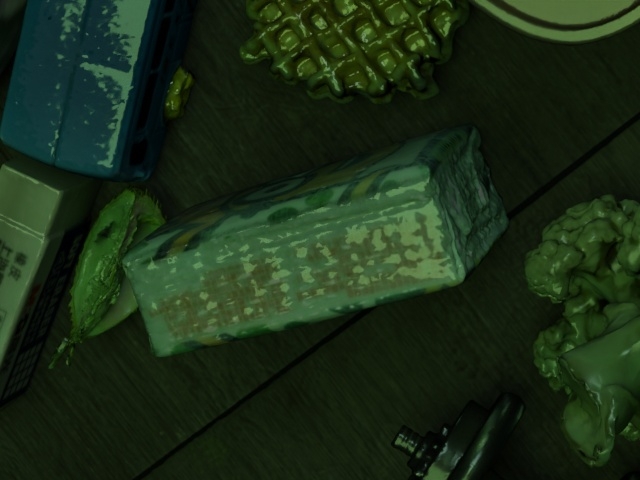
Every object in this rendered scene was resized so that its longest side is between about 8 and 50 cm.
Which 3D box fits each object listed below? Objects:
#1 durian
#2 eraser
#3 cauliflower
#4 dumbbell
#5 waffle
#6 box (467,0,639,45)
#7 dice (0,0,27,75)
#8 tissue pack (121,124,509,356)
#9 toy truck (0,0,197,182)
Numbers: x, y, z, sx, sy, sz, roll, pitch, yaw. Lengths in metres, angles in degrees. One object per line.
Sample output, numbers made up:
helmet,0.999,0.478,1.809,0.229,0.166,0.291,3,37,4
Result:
durian,-0.216,0.032,1.741,0.086,0.100,0.215,28,109,10
eraser,-0.318,0.047,1.759,0.081,0.124,0.279,26,106,8
cauliflower,0.299,0.064,1.519,0.327,0.281,0.260,-47,54,34
dumbbell,0.194,0.262,1.626,0.290,0.192,0.192,33,108,8
waffle,0.034,-0.231,1.639,0.223,0.054,0.204,10,93,14
box,0.218,-0.328,1.486,0.301,0.216,0.301,3,103,14
dice,-0.479,-0.263,1.597,0.348,0.330,0.328,36,89,6
tissue pack,0.000,0.000,1.607,0.311,0.228,0.128,-16,97,19
toy truck,-0.195,-0.243,1.647,0.161,0.162,0.385,19,106,10
